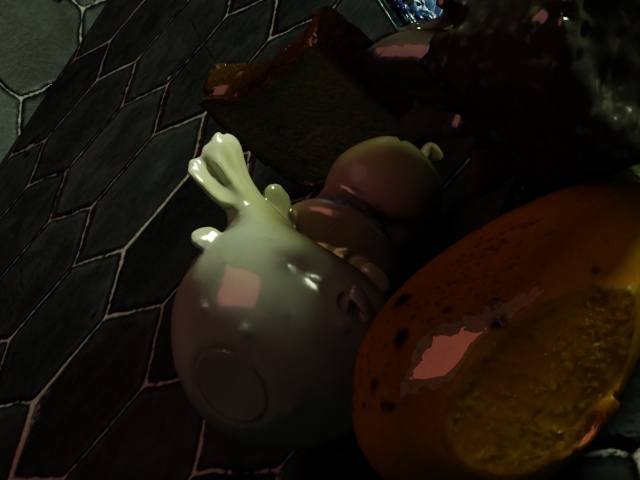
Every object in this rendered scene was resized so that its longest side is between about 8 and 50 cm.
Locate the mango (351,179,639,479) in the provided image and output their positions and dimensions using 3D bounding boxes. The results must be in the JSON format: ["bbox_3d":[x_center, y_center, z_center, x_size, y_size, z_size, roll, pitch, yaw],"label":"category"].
[{"bbox_3d":[0.145,0.067,1.127,0.290,0.160,0.191,-44,17,0],"label":"mango"}]

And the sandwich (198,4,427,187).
[{"bbox_3d":[-0.005,-0.149,1.666,0.215,0.186,0.065,-24,36,48],"label":"sandwich"}]

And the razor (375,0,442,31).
[{"bbox_3d":[0.208,-0.349,1.760,0.324,0.093,0.056,-37,-9,19],"label":"razor"}]

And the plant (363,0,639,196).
[{"bbox_3d":[0.170,-0.146,1.167,0.194,0.181,0.321,-50,21,-12],"label":"plant"}]

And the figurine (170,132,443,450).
[{"bbox_3d":[0.000,0.000,1.382,0.227,0.274,0.394,-23,17,40],"label":"figurine"}]

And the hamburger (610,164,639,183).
[{"bbox_3d":[0.259,-0.053,1.187,0.054,0.084,0.121,-43,26,10],"label":"hamburger"}]

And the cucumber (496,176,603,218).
[{"bbox_3d":[0.187,-0.021,1.284,0.072,0.072,0.300,-10,46,56],"label":"cucumber"}]
